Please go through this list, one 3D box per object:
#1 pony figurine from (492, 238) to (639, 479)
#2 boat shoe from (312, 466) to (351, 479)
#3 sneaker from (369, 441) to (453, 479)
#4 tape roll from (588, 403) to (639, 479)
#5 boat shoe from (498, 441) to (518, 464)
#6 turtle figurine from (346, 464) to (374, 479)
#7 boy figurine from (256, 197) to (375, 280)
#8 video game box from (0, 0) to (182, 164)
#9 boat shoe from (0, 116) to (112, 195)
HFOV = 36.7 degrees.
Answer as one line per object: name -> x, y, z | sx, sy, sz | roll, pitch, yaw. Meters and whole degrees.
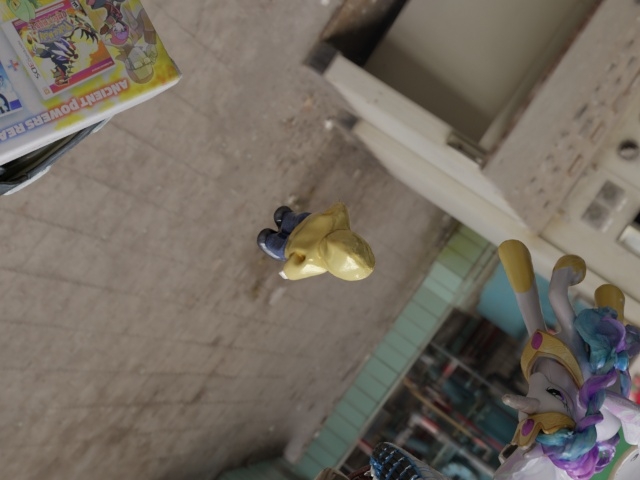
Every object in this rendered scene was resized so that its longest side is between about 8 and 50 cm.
pony figurine -> 0.320, 0.204, 1.167 | 0.302, 0.351, 0.363 | -25, -154, 28
boat shoe -> -0.022, 0.189, 0.449 | 0.089, 0.104, 0.285 | -39, 170, 10
sneaker -> 0.149, 0.338, 1.292 | 0.083, 0.190, 0.071 | -6, 129, -54
tape roll -> 0.476, 0.353, 1.200 | 0.077, 0.321, 0.321 | -1, 128, -41
boat shoe -> 0.415, 0.402, 1.696 | 0.158, 0.127, 0.340 | -41, 150, -9
turtle figurine -> 0.058, 0.549, 1.796 | 0.198, 0.266, 0.275 | -106, -158, -59
boy figurine -> 0.000, 0.000, 1.735 | 0.092, 0.285, 0.177 | 43, 74, -32
video game box -> -0.208, -0.137, 0.557 | 0.205, 0.187, 0.048 | -32, -173, -36
boat shoe -> -0.292, -0.088, 0.824 | 0.302, 0.091, 0.114 | -43, 130, -6
